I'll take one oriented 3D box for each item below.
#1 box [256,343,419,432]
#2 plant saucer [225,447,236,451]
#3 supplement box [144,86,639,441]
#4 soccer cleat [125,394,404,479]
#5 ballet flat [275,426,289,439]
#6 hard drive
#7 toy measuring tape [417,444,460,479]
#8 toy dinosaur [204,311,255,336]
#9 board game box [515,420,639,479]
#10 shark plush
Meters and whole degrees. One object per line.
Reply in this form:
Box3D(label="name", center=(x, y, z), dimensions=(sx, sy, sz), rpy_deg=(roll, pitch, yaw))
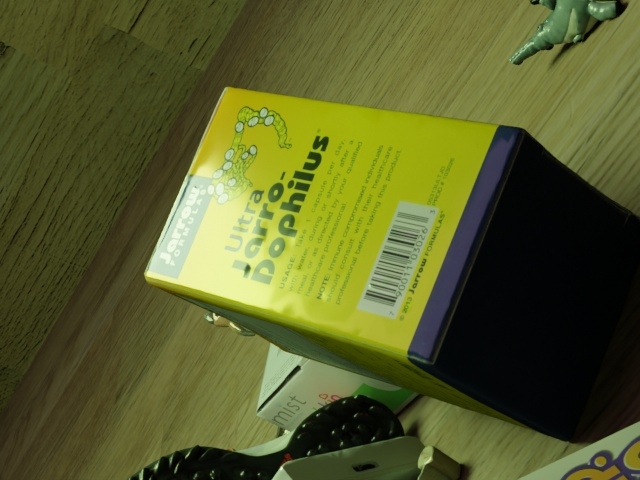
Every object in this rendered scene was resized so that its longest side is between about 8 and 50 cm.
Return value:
Box3D(label="box", center=(0.056, 0.053, 1.625), dimensions=(0.262, 0.127, 0.231), rpy_deg=(-48, 23, 44))
Box3D(label="plant saucer", center=(-0.127, 0.308, 2.027), dimensions=(0.083, 0.013, 0.083), rpy_deg=(-56, 19, 30))
Box3D(label="supplement box", center=(0.056, 0.010, 1.320), dimensions=(0.357, 0.194, 0.195), rpy_deg=(13, 77, 46))
Box3D(label="soccer cleat", center=(-0.063, 0.245, 1.481), dimensions=(0.108, 0.318, 0.116), rpy_deg=(51, 141, 29))
Box3D(label="ballet flat", center=(-0.024, 0.239, 1.745), dimensions=(0.084, 0.058, 0.249), rpy_deg=(77, -151, -53))
Box3D(label="hard drive", center=(-0.039, 0.313, 1.453), dimensions=(0.040, 0.203, 0.307), rpy_deg=(46, 118, 28))
Box3D(label="toy measuring tape", center=(0.010, 0.327, 1.408), dimensions=(0.330, 0.121, 0.121), rpy_deg=(-59, 14, -12))
Box3D(label="toy dinosaur", center=(0.000, 0.000, 1.916), dimensions=(0.296, 0.127, 0.200), rpy_deg=(-38, 36, 34))
Box3D(label="board game box", center=(0.219, 0.144, 0.917), dimensions=(0.259, 0.039, 0.124), rpy_deg=(-30, 26, 13))
Box3D(label="shark plush", center=(0.242, -0.238, 1.578), dimensions=(0.161, 0.067, 0.073), rpy_deg=(-41, 28, 54))
